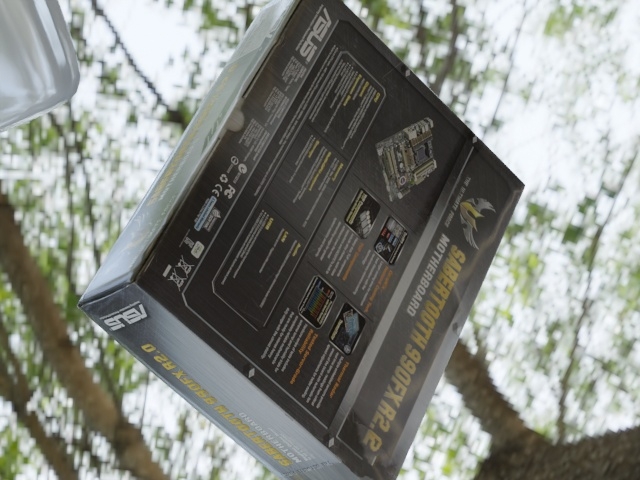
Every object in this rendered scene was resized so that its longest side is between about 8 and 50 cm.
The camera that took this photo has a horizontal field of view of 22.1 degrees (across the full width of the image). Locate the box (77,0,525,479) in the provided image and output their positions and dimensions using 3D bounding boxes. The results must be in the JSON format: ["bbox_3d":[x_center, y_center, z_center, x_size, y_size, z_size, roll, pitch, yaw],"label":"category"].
[{"bbox_3d":[0.000,0.000,0.881,0.183,0.056,0.231,43,-127,-22],"label":"box"}]

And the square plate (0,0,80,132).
[{"bbox_3d":[-0.267,-0.105,0.509,0.344,0.347,0.049,-24,-136,-13],"label":"square plate"}]
